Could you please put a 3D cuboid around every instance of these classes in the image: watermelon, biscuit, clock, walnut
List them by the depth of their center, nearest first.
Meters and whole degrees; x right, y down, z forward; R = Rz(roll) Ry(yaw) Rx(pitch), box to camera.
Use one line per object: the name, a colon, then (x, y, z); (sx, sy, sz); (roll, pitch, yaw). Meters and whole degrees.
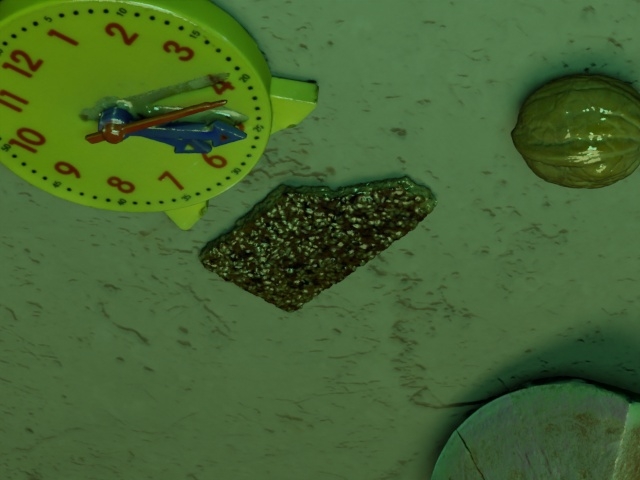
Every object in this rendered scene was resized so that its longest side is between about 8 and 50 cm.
walnut: (0.228, -0.096, 1.307); (0.125, 0.105, 0.105); (5, 142, 22)
clock: (-0.178, -0.115, 1.333); (0.294, 0.071, 0.277); (22, 137, -20)
biscuit: (-0.006, -0.007, 1.483); (0.131, 0.026, 0.237); (28, 135, -28)
watermelon: (0.293, 0.288, 1.695); (0.222, 0.319, 0.292); (-4, -169, -36)
